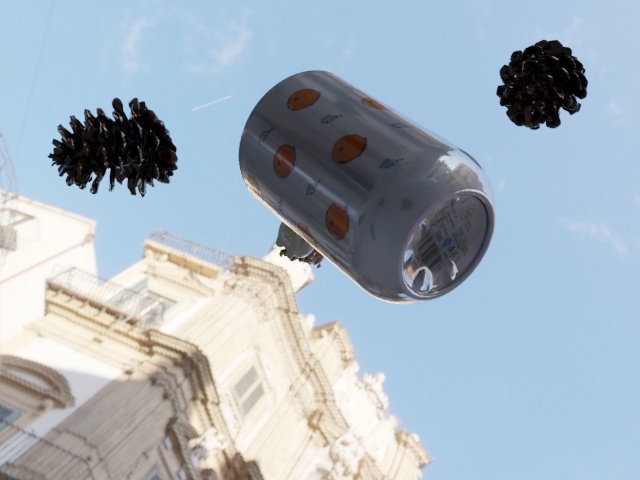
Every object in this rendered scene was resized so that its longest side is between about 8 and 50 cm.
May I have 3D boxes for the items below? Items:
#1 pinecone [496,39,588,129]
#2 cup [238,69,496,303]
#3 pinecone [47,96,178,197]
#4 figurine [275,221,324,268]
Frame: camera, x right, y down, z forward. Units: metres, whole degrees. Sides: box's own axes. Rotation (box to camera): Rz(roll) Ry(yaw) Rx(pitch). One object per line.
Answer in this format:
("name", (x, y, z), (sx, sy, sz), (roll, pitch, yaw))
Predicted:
("pinecone", (0.332, -0.230, 1.069), (0.140, 0.121, 0.140), (29, -36, 24))
("cup", (0.058, -0.066, 0.896), (0.317, 0.212, 0.212), (42, -55, 45))
("pinecone", (-0.486, -0.205, 1.634), (0.246, 0.292, 0.246), (26, -55, 46))
("figurine", (-0.006, -0.006, 1.192), (0.098, 0.146, 0.081), (-44, -119, 36))
